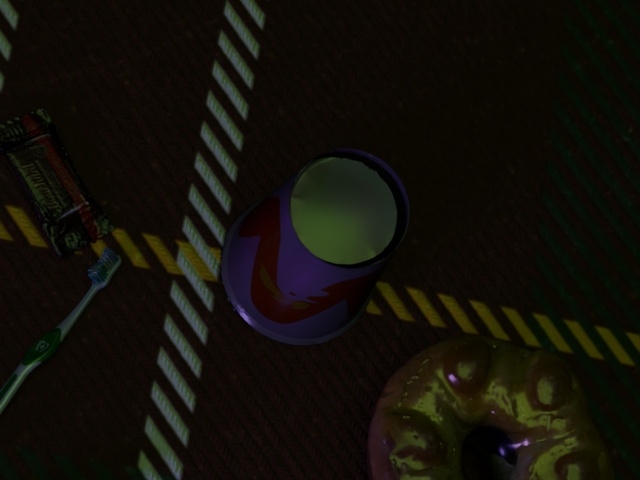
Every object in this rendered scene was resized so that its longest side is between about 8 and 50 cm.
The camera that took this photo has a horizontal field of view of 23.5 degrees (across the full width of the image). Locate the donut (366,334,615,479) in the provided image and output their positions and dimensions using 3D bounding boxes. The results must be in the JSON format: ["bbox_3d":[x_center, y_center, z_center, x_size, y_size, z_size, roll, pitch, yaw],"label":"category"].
[{"bbox_3d":[0.189,0.272,1.799,0.299,0.150,0.317,26,73,-4],"label":"donut"}]

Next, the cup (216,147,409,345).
[{"bbox_3d":[0.000,0.000,1.760,0.203,0.288,0.203,3,75,-12],"label":"cup"}]

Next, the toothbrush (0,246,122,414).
[{"bbox_3d":[-0.328,0.134,1.798,0.030,0.030,0.304,35,74,-1],"label":"toothbrush"}]

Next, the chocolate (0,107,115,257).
[{"bbox_3d":[-0.325,-0.070,1.850,0.086,0.028,0.182,-31,84,-24],"label":"chocolate"}]
